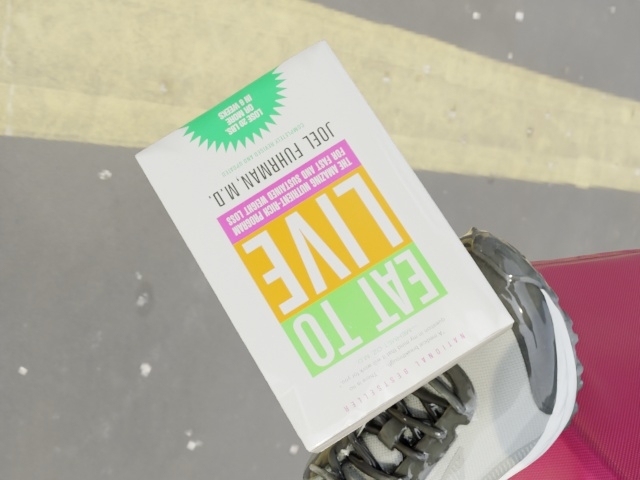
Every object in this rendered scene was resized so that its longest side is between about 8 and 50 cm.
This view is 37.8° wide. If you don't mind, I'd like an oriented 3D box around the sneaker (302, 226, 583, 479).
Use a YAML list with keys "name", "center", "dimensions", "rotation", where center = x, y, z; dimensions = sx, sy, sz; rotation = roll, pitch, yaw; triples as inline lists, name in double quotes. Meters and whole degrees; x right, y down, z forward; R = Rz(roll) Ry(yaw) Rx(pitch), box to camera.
- name: "sneaker"
  center: [0.050, 0.112, 0.502]
  dimensions: [0.108, 0.100, 0.272]
  rotation: [-19, 140, -39]

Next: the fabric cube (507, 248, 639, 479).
- name: "fabric cube"
  center: [0.227, 0.175, 0.668]
  dimensions: [0.254, 0.258, 0.259]
  rotation: [-6, 121, -21]

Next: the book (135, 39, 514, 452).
- name: "book"
  center: [0.000, 0.000, 0.388]
  dimensions: [0.096, 0.144, 0.035]
  rotation: [-33, 164, -1]
